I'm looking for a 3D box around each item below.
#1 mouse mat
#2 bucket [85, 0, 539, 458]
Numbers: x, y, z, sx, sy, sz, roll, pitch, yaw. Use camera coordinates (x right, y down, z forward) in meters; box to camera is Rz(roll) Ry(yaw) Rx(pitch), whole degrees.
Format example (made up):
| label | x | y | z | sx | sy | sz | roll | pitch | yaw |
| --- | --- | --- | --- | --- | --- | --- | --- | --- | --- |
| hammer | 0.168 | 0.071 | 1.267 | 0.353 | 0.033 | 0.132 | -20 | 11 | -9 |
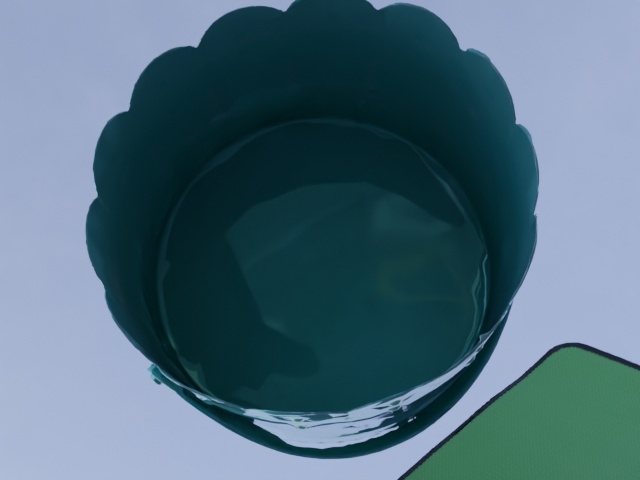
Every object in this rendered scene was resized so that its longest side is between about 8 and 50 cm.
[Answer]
| label | x | y | z | sx | sy | sz | roll | pitch | yaw |
| --- | --- | --- | --- | --- | --- | --- | --- | --- | --- |
| mouse mat | 0.100 | 0.115 | 0.664 | 0.190 | 0.153 | 0.007 | -35 | -54 | -28 |
| bucket | 0.000 | 0.000 | 1.014 | 0.281 | 0.281 | 0.183 | -30 | -16 | -6 |
